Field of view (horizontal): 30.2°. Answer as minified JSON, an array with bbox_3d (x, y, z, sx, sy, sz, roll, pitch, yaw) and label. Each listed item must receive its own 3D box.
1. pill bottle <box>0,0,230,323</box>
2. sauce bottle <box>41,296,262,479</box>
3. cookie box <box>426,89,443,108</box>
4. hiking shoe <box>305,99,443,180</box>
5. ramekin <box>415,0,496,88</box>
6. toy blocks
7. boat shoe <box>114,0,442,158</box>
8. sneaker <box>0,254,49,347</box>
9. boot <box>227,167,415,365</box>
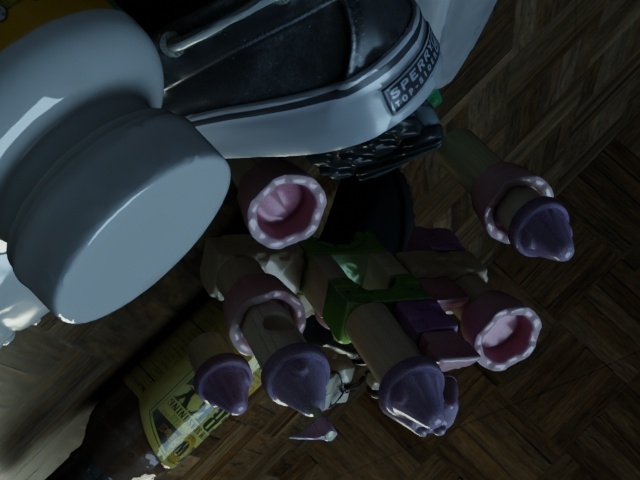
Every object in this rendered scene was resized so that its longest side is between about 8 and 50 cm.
[{"bbox_3d":[-0.138,-0.068,0.471,0.117,0.208,0.117,-42,165,-14],"label":"pill bottle"},{"bbox_3d":[-0.163,0.177,1.260,0.344,0.111,0.111,-44,165,-9],"label":"sauce bottle"},{"bbox_3d":[0.059,-0.153,1.033,0.040,0.092,0.107,-44,165,2],"label":"cookie box"},{"bbox_3d":[-0.038,-0.131,0.818,0.113,0.132,0.304,-27,155,29],"label":"hiking shoe"},{"bbox_3d":[0.054,-0.227,0.615,0.273,0.127,0.272,23,90,-81],"label":"ramekin"},{"bbox_3d":[0.055,0.086,1.002,0.289,0.260,0.308,-2,122,-26],"label":"toy blocks"},{"bbox_3d":[-0.095,-0.091,0.573,0.105,0.306,0.113,55,51,-34],"label":"boat shoe"},{"bbox_3d":[-0.229,0.070,0.794,0.169,0.108,0.292,-35,161,-27],"label":"sneaker"},{"bbox_3d":[0.000,0.000,1.227,0.094,0.246,0.207,-13,155,39],"label":"boot"}]
